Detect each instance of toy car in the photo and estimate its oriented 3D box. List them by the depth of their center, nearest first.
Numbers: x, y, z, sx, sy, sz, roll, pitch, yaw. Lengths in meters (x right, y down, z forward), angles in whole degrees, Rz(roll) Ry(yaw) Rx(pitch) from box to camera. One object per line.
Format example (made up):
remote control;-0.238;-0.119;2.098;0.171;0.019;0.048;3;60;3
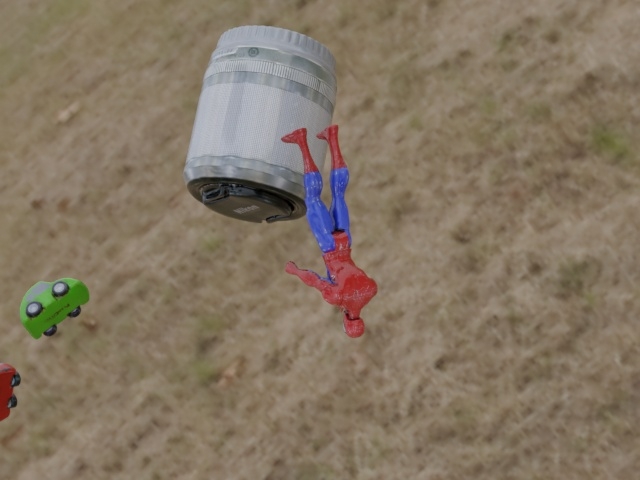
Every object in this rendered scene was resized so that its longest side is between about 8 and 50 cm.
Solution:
toy car;-0.411;0.120;1.575;0.225;0.239;0.053;-38;56;-14

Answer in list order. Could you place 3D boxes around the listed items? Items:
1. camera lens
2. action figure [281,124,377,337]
camera lens;-0.094;-0.178;1.905;0.219;0.219;0.274;-7;68;48
action figure;0.000;0.000;1.594;0.091;0.280;0.139;-9;-10;-32
